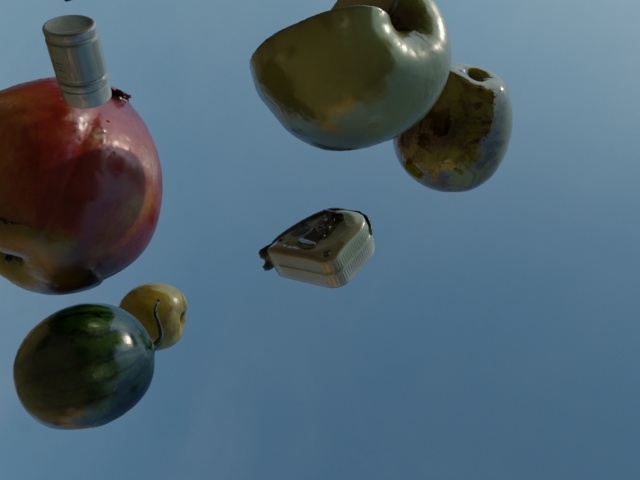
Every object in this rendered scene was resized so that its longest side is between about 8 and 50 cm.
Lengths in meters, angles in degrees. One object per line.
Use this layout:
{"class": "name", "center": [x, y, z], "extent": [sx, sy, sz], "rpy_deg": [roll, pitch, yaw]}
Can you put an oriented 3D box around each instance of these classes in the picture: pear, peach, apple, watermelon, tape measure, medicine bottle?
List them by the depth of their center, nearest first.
{"class": "medicine bottle", "center": [-0.280, -0.206, 0.672], "extent": [0.058, 0.091, 0.058], "rpy_deg": [2, -137, -1]}
{"class": "apple", "center": [0.058, -0.259, 0.888], "extent": [0.257, 0.233, 0.295], "rpy_deg": [-28, -164, 47]}
{"class": "watermelon", "center": [-0.369, 0.180, 0.901], "extent": [0.232, 0.127, 0.204], "rpy_deg": [-10, -124, -5]}
{"class": "peach", "center": [-0.423, -0.103, 0.949], "extent": [0.370, 0.370, 0.370], "rpy_deg": [-15, -117, 32]}
{"class": "pear", "center": [0.290, -0.249, 1.279], "extent": [0.283, 0.283, 0.284], "rpy_deg": [-15, -117, 32]}
{"class": "tape measure", "center": [0.000, 0.000, 1.532], "extent": [0.271, 0.133, 0.231], "rpy_deg": [5, -138, 43]}
{"class": "pear", "center": [-0.505, 0.225, 1.724], "extent": [0.208, 0.209, 0.209], "rpy_deg": [-15, -117, 32]}
